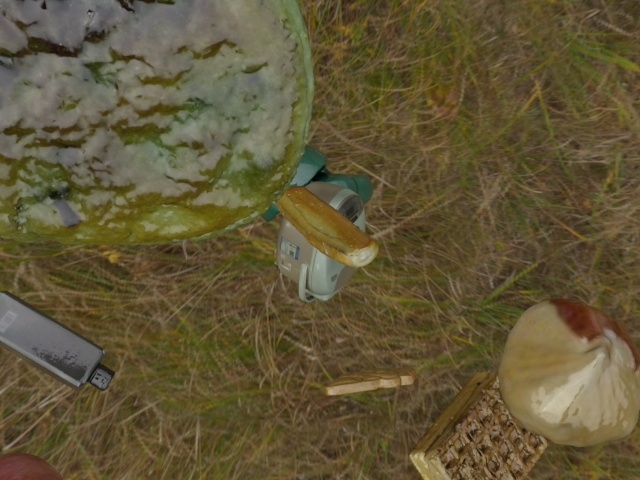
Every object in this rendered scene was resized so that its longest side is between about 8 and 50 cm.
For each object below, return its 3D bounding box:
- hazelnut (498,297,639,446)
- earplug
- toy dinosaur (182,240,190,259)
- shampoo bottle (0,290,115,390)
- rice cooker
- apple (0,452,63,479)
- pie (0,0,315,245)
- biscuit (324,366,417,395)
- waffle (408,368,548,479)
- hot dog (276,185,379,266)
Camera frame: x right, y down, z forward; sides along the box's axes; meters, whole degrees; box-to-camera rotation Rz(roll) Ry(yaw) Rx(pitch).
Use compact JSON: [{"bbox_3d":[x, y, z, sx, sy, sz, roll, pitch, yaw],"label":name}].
[{"bbox_3d":[0.427,0.223,1.251,0.261,0.241,0.261,5,70,-14],"label":"hazelnut"},{"bbox_3d":[-0.033,-0.123,1.371,0.280,0.257,0.164,39,130,-15],"label":"earplug"},{"bbox_3d":[-0.286,-0.055,1.638,0.053,0.167,0.242,-3,111,-29],"label":"toy dinosaur"},{"bbox_3d":[-0.477,0.187,1.307,0.246,0.079,0.080,33,65,-6],"label":"shampoo bottle"},{"bbox_3d":[0.000,0.000,1.220,0.127,0.145,0.206,30,131,20],"label":"rice cooker"},{"bbox_3d":[-0.378,0.340,0.914,0.120,0.153,0.153,9,97,-45],"label":"apple"},{"bbox_3d":[-0.153,-0.112,0.478,0.323,0.070,0.323,-6,127,-8],"label":"pie"},{"bbox_3d":[0.097,0.265,1.412,0.162,0.250,0.035,-14,82,41],"label":"biscuit"},{"bbox_3d":[0.337,0.438,1.554,0.308,0.091,0.212,-35,96,-39],"label":"waffle"},{"bbox_3d":[0.002,-0.016,1.048,0.066,0.216,0.047,-23,127,-26],"label":"hot dog"}]
